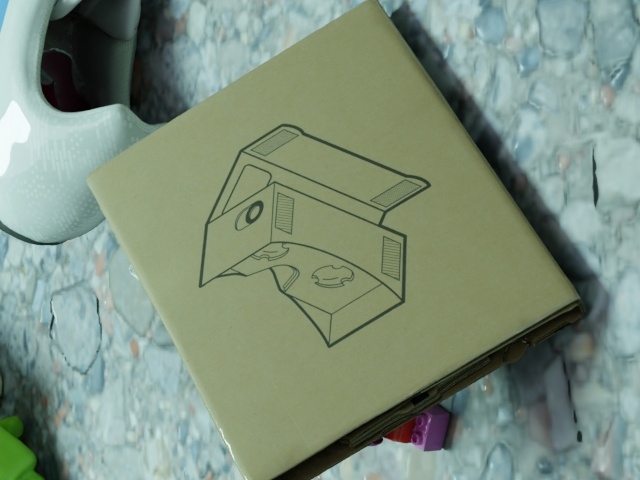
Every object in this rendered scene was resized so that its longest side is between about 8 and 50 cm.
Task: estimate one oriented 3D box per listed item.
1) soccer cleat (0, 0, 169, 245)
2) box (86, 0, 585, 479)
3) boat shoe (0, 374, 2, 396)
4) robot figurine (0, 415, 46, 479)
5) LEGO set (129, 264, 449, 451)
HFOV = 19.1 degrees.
[{"bbox_3d":[-0.171,-0.156,1.133,0.143,0.116,0.331,-36,62,30],"label":"soccer cleat"},{"bbox_3d":[0.000,0.000,0.860,0.164,0.021,0.201,-31,55,0],"label":"box"},{"bbox_3d":[-0.263,0.086,1.303,0.133,0.042,0.049,21,109,54],"label":"boat shoe"},{"bbox_3d":[-0.226,0.140,1.200,0.115,0.101,0.067,37,110,9],"label":"robot figurine"},{"bbox_3d":[-0.034,0.017,0.934,0.227,0.093,0.087,33,116,50],"label":"LEGO set"}]
